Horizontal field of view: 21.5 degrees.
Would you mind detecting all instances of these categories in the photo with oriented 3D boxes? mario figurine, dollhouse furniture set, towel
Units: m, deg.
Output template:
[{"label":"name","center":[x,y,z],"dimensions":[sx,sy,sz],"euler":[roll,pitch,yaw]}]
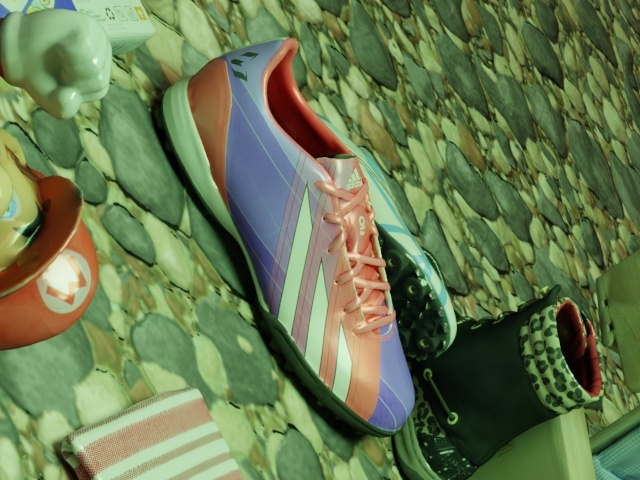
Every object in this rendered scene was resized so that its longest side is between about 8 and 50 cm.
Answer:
[{"label":"mario figurine","center":[-0.226,-0.072,0.844],"dimensions":[0.320,0.198,0.170],"euler":[47,16,-20]},{"label":"dollhouse furniture set","center":[0.291,0.203,1.416],"dimensions":[0.303,0.286,0.198],"euler":[30,38,-31]},{"label":"towel","center":[-0.079,0.192,1.039],"dimensions":[0.197,0.029,0.144],"euler":[63,26,6]}]

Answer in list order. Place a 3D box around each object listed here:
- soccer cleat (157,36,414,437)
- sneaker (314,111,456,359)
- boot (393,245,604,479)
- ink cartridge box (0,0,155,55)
[{"label":"soccer cleat","center":[0.000,0.000,1.274],"dimensions":[0.318,0.116,0.108],"euler":[60,24,-2]},{"label":"sneaker","center":[0.040,-0.011,1.360],"dimensions":[0.086,0.085,0.237],"euler":[-21,70,-47]},{"label":"boot","center":[0.137,0.075,1.376],"dimensions":[0.085,0.178,0.236],"euler":[30,40,-36]},{"label":"ink cartridge box","center":[-0.220,-0.222,1.169],"dimensions":[0.208,0.045,0.206],"euler":[64,25,3]}]
